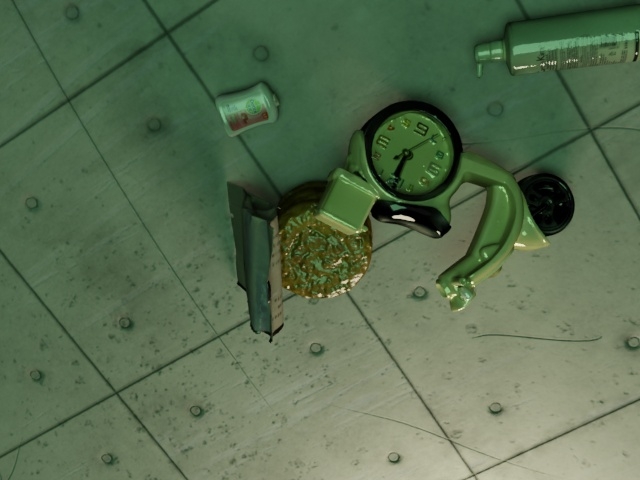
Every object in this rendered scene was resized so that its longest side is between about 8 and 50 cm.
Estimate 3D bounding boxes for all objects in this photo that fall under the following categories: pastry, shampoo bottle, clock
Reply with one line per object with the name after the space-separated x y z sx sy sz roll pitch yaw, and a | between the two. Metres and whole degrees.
0.000 0.000 1.640 0.188 0.103 0.189 2 114 5 | pastry
-0.115 -0.217 1.589 0.099 0.043 0.072 -15 111 12 | shampoo bottle
0.368 -0.303 1.483 0.262 0.085 0.085 -6 113 9 | shampoo bottle
0.201 -0.051 1.556 0.379 0.120 0.276 30 82 -6 | clock

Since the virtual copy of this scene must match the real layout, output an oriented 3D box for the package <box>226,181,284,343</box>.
-0.103 0.030 1.598 0.062 0.251 0.204 -6 113 -17 | package
